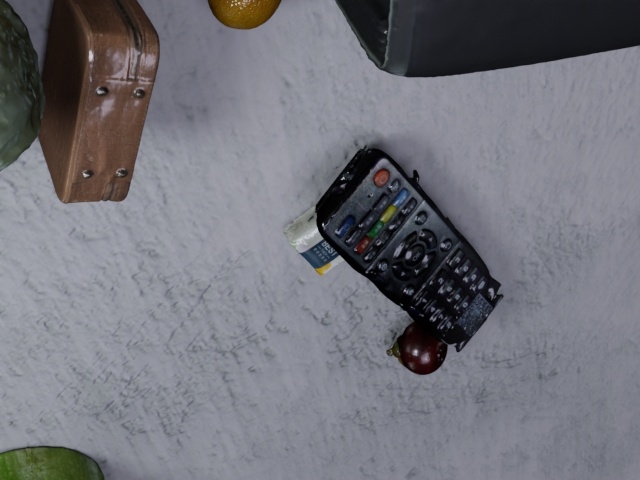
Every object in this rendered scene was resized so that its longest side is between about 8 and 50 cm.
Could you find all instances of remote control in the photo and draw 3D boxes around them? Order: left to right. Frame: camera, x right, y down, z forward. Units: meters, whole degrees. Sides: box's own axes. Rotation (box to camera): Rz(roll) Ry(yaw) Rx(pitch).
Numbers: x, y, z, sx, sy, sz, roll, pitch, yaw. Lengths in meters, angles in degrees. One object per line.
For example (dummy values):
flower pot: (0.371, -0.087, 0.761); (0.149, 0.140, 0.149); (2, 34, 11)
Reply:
remote control: (0.124, 0.016, 1.399); (0.144, 0.062, 0.399); (-51, 138, -4)

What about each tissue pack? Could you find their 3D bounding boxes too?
tissue pack: (0.000, 0.000, 1.351); (0.062, 0.042, 0.083); (-34, 136, 7)

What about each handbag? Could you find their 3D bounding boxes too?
handbag: (-0.219, -0.143, 1.024); (0.072, 0.151, 0.193); (-5, 130, -28)

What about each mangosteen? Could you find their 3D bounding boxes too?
mangosteen: (0.146, 0.154, 1.553); (0.081, 0.081, 0.081); (-14, 136, -14)

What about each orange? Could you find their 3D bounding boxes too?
orange: (-0.074, -0.246, 1.055); (0.085, 0.085, 0.085); (-14, 136, -14)

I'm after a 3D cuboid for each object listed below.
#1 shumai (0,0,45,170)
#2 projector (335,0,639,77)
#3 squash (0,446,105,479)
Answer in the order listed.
shumai: (-0.353, -0.111, 0.948); (0.261, 0.225, 0.222); (12, 149, 13)
projector: (0.211, -0.378, 0.954); (0.405, 0.242, 0.395); (-12, 137, -14)
squash: (-0.372, 0.502, 1.394); (0.263, 0.384, 0.263); (-14, 137, -14)
